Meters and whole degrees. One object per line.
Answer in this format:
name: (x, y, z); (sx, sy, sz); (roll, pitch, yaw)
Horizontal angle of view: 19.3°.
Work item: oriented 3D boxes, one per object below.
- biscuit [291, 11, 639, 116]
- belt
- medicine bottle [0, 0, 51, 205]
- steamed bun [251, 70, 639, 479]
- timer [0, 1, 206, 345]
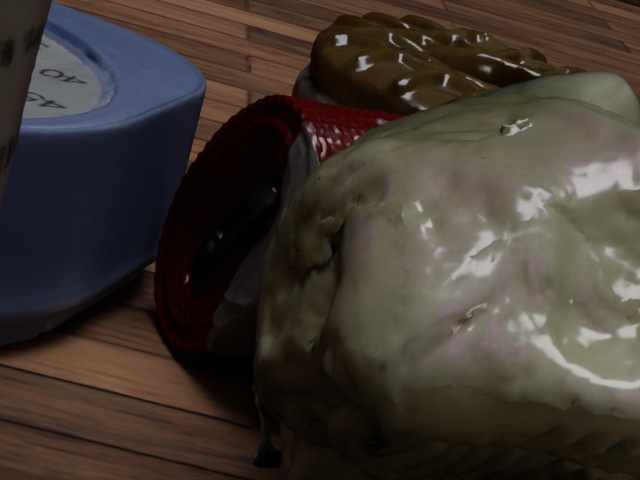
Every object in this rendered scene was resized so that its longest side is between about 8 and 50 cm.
biscuit: (0.137, -0.100, 1.566); (0.332, 0.103, 0.332); (15, 19, -5)
belt: (0.000, 0.000, 1.034); (0.124, 0.201, 0.128); (10, 65, -26)
medicine bottle: (-0.216, -0.073, 0.710); (0.219, 0.388, 0.219); (14, 17, -5)
steamed bun: (0.113, 0.030, 0.854); (0.280, 0.207, 0.268); (7, -22, 2)
timer: (-0.275, -0.085, 1.039); (0.395, 0.173, 0.395); (17, 18, -6)
